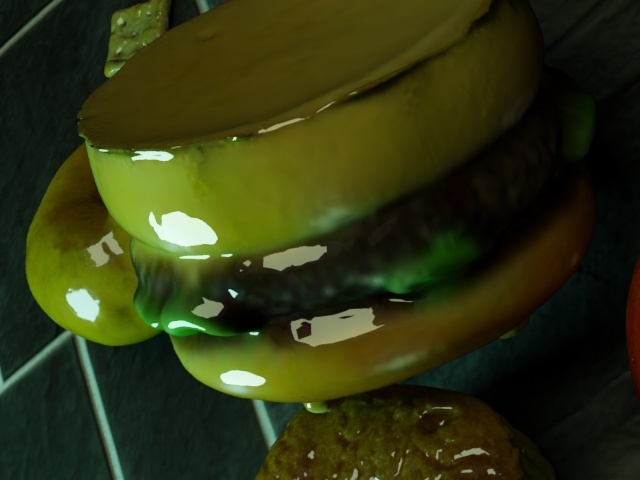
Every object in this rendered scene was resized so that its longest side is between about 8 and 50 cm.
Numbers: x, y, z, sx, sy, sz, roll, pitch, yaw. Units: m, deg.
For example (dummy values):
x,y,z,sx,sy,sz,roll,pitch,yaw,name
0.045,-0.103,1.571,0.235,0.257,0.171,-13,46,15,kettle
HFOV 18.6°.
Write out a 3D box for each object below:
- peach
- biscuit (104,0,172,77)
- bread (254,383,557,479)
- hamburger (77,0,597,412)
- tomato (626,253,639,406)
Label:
x,y,z,sx,sy,sz,roll,pitch,yaw,name
-0.173,-0.021,1.848,0.251,0.153,0.251,-25,48,32,peach
-0.193,-0.216,2.063,0.083,0.018,0.081,-12,60,36,biscuit
0.065,0.230,1.526,0.253,0.142,0.227,10,69,45,bread
0.012,-0.039,1.553,0.395,0.277,0.396,-20,22,8,hamburger
0.321,0.045,1.374,0.309,0.170,0.309,-18,59,32,tomato
